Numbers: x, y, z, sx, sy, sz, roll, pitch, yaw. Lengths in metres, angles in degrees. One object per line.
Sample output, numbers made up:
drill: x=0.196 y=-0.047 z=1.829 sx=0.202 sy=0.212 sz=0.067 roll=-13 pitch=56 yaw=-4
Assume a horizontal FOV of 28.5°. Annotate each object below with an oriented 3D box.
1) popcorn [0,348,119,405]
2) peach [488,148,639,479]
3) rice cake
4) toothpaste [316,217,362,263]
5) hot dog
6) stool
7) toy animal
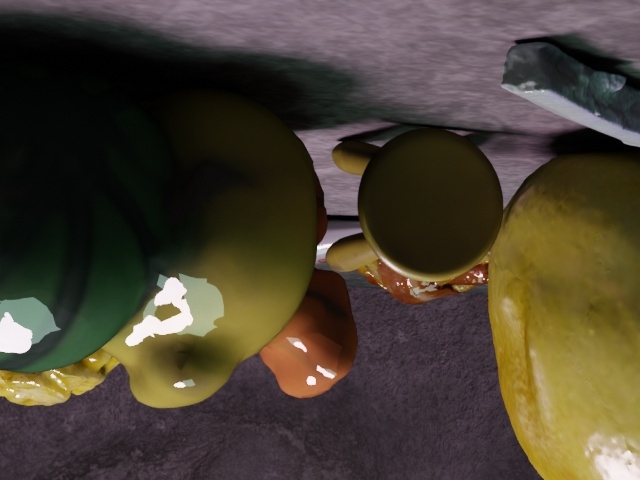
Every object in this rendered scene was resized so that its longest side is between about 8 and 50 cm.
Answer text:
popcorn: x=-0.279 y=0.049 z=1.254 sx=0.266 sy=0.233 sz=0.192 roll=-19 pitch=-170 yaw=-16
peach: x=0.272 y=0.072 z=0.942 sx=0.282 sy=0.314 sz=0.315 roll=-17 pitch=-176 yaw=-14
rice cake: x=0.159 y=-0.079 z=0.713 sx=0.042 sy=0.030 sz=0.180 roll=6 pitch=178 yaw=37
toothpaste: x=0.000 y=0.000 z=1.564 sx=0.299 sy=0.073 sz=0.114 roll=-6 pitch=174 yaw=7
hot dog: x=0.144 y=0.044 z=1.771 sx=0.262 sy=0.093 sz=0.123 roll=-1 pitch=174 yaw=38
stool: x=0.067 y=-0.024 z=0.953 sx=0.135 sy=0.134 sz=0.110 roll=50 pitch=169 yaw=-10
toy animal: x=-0.109 y=-0.012 z=0.792 sx=0.338 sy=0.216 sz=0.191 roll=12 pitch=143 yaw=-42
